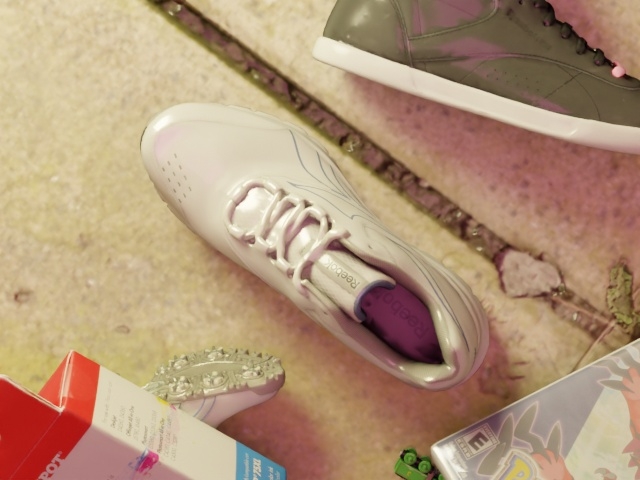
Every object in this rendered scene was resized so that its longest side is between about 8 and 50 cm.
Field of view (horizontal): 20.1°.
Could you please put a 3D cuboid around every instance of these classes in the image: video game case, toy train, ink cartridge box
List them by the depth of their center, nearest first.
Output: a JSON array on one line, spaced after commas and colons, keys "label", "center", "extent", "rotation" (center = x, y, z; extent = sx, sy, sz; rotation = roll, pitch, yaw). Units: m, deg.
[{"label": "video game case", "center": [0.200, 0.178, 1.220], "extent": [0.183, 0.023, 0.201], "rotation": [-26, 55, -8]}, {"label": "ink cartridge box", "center": [-0.153, 0.171, 1.255], "extent": [0.231, 0.078, 0.134], "rotation": [32, 114, -17]}, {"label": "toy train", "center": [0.092, 0.182, 1.334], "extent": [0.083, 0.017, 0.024], "rotation": [31, 102, -2]}]

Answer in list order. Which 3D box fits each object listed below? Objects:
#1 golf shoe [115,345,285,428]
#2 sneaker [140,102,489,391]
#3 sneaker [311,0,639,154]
[{"label": "golf shoe", "center": [-0.105, 0.133, 1.317], "extent": [0.176, 0.069, 0.086], "rotation": [-14, 110, 6]}, {"label": "sneaker", "center": [0.000, 0.000, 1.269], "extent": [0.297, 0.129, 0.111], "rotation": [35, 94, -1]}, {"label": "sneaker", "center": [0.153, -0.154, 1.271], "extent": [0.295, 0.104, 0.147], "rotation": [17, 98, 3]}]
